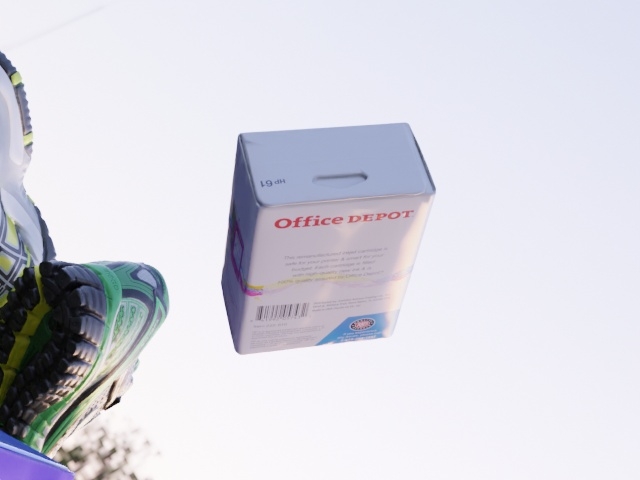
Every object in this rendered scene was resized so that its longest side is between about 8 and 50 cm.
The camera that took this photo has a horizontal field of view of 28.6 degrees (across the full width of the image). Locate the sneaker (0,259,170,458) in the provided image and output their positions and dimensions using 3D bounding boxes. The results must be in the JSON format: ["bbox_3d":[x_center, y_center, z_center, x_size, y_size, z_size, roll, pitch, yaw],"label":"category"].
[{"bbox_3d":[-0.249,0.148,1.193,0.343,0.146,0.134,-48,-118,35],"label":"sneaker"}]

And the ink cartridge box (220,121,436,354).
[{"bbox_3d":[0.000,0.000,0.639,0.122,0.089,0.052,103,-23,-51],"label":"ink cartridge box"}]

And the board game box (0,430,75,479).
[{"bbox_3d":[-0.306,0.052,0.500,0.347,0.078,0.233,29,-12,-40],"label":"board game box"}]

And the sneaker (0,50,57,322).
[{"bbox_3d":[-0.349,-0.008,1.190,0.145,0.147,0.384,18,-49,31],"label":"sneaker"}]
